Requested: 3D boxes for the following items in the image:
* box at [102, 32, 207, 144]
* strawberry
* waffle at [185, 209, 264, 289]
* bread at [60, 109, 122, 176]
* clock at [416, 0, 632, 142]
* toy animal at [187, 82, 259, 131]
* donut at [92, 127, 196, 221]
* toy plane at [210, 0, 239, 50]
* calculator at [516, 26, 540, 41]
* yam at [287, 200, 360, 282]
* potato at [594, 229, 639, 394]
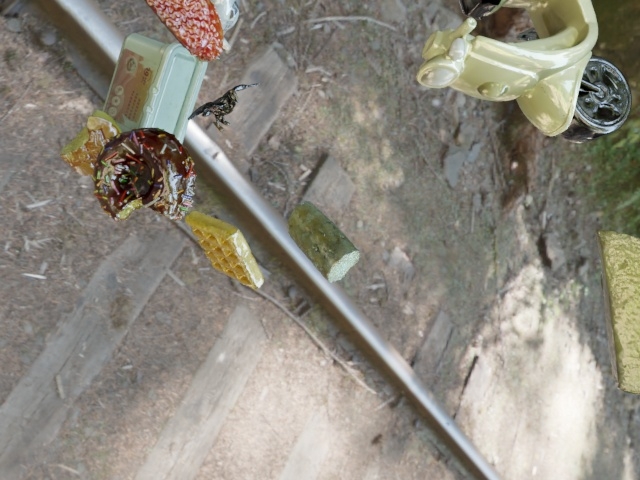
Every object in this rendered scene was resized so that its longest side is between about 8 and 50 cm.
[{"bbox_3d":[-0.462,-0.399,1.580,0.175,0.183,0.311,-13,128,-66],"label":"box"},{"bbox_3d":[-0.282,-0.484,1.236,0.107,0.175,0.236,-39,155,6],"label":"strawberry"},{"bbox_3d":[-0.295,0.028,1.814,0.055,0.221,0.247,-47,139,-26],"label":"waffle"},{"bbox_3d":[-0.528,-0.224,1.385,0.125,0.086,0.156,31,111,-36],"label":"bread"},{"bbox_3d":[0.232,-0.302,0.730,0.277,0.120,0.378,-7,81,-17],"label":"clock"},{"bbox_3d":[-0.211,-0.288,1.250,0.062,0.108,0.220,44,50,3],"label":"toy animal"},{"bbox_3d":[-0.383,-0.138,1.247,0.096,0.231,0.215,-10,111,-72],"label":"donut"},{"bbox_3d":[-0.314,-0.685,1.810,0.118,0.245,0.244,25,74,-12],"label":"toy plane"},{"bbox_3d":[0.355,-0.336,0.936,0.172,0.057,0.018,-67,134,-69],"label":"calculator"},{"bbox_3d":[0.000,0.000,1.435,0.107,0.194,0.107,-33,154,-18],"label":"yam"},{"bbox_3d":[0.573,0.141,1.023,0.255,0.270,0.112,-68,158,2],"label":"potato"}]
